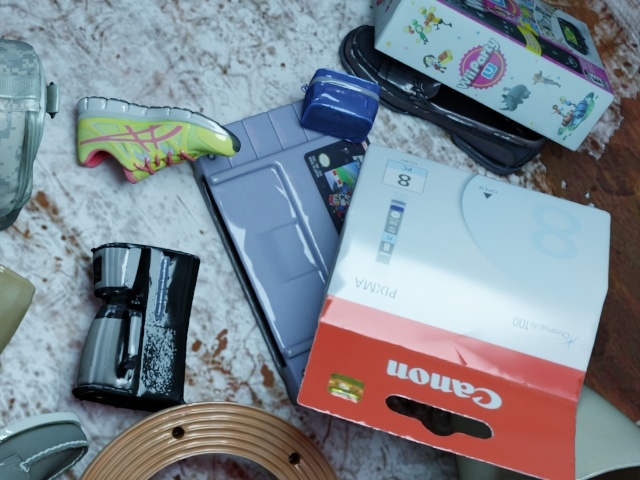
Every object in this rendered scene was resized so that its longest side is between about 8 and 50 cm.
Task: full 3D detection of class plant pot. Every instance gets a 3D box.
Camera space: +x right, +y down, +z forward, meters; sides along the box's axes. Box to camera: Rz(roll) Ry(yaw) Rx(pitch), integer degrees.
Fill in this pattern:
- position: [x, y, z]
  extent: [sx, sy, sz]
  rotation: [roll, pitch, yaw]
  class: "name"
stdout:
- position: [0.264, 0.261, 1.495]
  extent: [0.257, 0.256, 0.274]
  rotation: [0, 35, -22]
  class: "plant pot"

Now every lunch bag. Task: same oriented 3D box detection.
- position: [-0.445, -0.129, 1.327]
  extent: [0.305, 0.256, 0.212]
  rotation: [3, 75, -21]
  class: "lunch bag"
- position: [0.022, -0.172, 1.574]
  extent: [0.098, 0.067, 0.065]
  rotation: [18, 63, -10]
  class: "lunch bag"

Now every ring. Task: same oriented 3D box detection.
- position: [-0.126, 0.345, 1.414]
  extent: [0.337, 0.032, 0.336]
  rotation: [0, 91, -19]
  class: "ring"

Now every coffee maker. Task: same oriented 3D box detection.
- position: [-0.192, 0.104, 1.456]
  extent: [0.171, 0.120, 0.178]
  rotation: [22, 68, -42]
  class: "coffee maker"

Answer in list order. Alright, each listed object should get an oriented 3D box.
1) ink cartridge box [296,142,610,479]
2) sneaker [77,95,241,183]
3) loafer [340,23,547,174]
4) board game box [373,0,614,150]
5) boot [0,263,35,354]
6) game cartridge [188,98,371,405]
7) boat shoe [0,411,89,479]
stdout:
- position: [0.161, 0.067, 1.415]
  extent: [0.308, 0.091, 0.385]
  rotation: [17, 39, 0]
  class: "ink cartridge box"
- position: [-0.195, -0.110, 1.499]
  extent: [0.209, 0.081, 0.094]
  rotation: [8, 82, 17]
  class: "sneaker"
- position: [0.171, -0.201, 1.680]
  extent: [0.303, 0.095, 0.109]
  rotation: [33, 66, -11]
  class: "loafer"
- position: [0.219, -0.268, 1.660]
  extent: [0.303, 0.097, 0.224]
  rotation: [24, 30, -14]
  class: "board game box"
- position: [-0.467, 0.115, 1.350]
  extent: [0.236, 0.089, 0.269]
  rotation: [33, 67, -24]
  class: "boot"
- position: [0.000, 0.000, 1.581]
  extent: [0.230, 0.068, 0.355]
  rotation: [-22, 85, -21]
  class: "game cartridge"
- position: [-0.359, 0.274, 1.303]
  extent: [0.305, 0.109, 0.091]
  rotation: [-24, 59, -40]
  class: "boat shoe"
